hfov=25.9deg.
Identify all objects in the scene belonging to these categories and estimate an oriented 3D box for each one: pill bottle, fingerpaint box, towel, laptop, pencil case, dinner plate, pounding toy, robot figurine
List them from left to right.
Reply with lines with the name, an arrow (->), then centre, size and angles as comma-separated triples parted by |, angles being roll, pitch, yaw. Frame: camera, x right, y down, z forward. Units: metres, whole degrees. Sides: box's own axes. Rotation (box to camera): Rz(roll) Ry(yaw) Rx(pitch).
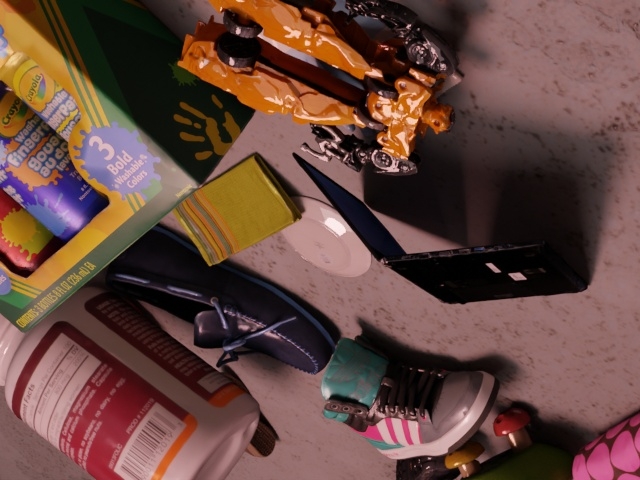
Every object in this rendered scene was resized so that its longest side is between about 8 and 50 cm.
fingerpaint box -> -0.365, -0.133, 1.705 | 0.371, 0.163, 0.445 | 44, 134, -12
pill bottle -> -0.299, 0.207, 1.965 | 0.392, 0.224, 0.224 | 35, 150, 14
towel -> -0.114, -0.035, 1.809 | 0.102, 0.021, 0.237 | 53, 147, -8
dinner plate -> 0.000, 0.000, 1.765 | 0.141, 0.017, 0.141 | 26, 149, 17
robot figurine -> 0.006, -0.184, 1.396 | 0.291, 0.085, 0.211 | 25, 136, 6
laptop -> 0.135, -0.017, 1.507 | 0.264, 0.137, 0.234 | -7, 166, 21
pounding toy -> 0.219, 0.294, 1.831 | 0.110, 0.183, 0.237 | 64, 149, 3
pencil case -> 0.392, 0.260, 1.663 | 0.098, 0.095, 0.209 | 25, 153, -12

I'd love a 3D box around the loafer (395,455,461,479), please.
loafer -> 0.158, 0.325, 1.987 | 0.078, 0.076, 0.223 | 3, 161, -10

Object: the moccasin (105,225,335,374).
moccasin -> -0.146, 0.109, 1.955 | 0.342, 0.117, 0.138 | 26, 148, 16

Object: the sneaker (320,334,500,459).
sneaker -> 0.096, 0.194, 1.838 | 0.178, 0.124, 0.295 | 33, 151, -14

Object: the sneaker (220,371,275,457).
sneaker -> -0.143, 0.282, 2.234 | 0.071, 0.066, 0.188 | 6, 138, 41

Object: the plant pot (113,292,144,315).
plant pot -> -0.369, 0.175, 2.204 | 0.191, 0.191, 0.174 | 44, 140, -14

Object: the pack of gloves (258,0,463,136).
pack of gloves -> 0.007, -0.199, 1.461 | 0.232, 0.046, 0.195 | 42, 149, -11
